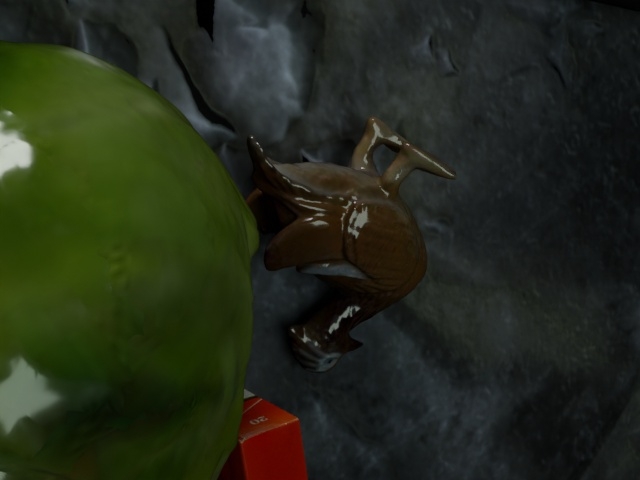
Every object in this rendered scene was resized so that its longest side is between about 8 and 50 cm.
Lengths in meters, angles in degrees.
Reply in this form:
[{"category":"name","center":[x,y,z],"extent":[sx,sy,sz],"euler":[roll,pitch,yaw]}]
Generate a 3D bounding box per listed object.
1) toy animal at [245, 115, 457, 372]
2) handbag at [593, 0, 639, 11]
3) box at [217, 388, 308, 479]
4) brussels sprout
[{"category":"toy animal","center":[0.000,0.000,0.789],"extent":[0.188,0.089,0.179],"euler":[25,101,-38]},{"category":"handbag","center":[0.275,-0.311,0.888],"extent":[0.244,0.088,0.275],"euler":[-3,98,-33]},{"category":"box","center":[-0.062,0.140,0.731],"extent":[0.048,0.152,0.100],"euler":[-20,110,-30]},{"category":"brussels sprout","center":[-0.164,0.068,0.584],"extent":[0.344,0.268,0.344],"euler":[-20,118,-43]}]
